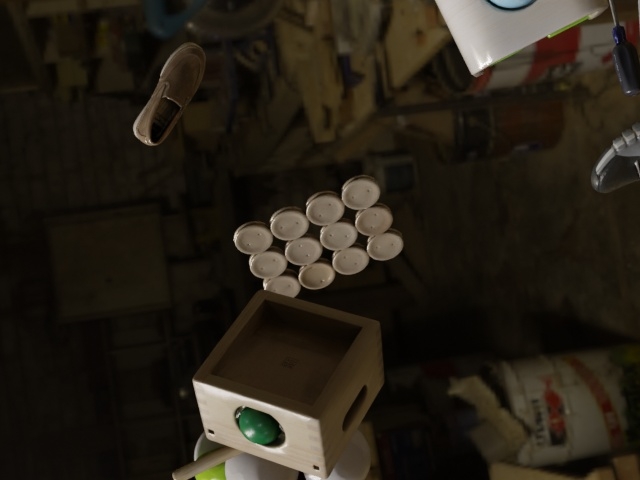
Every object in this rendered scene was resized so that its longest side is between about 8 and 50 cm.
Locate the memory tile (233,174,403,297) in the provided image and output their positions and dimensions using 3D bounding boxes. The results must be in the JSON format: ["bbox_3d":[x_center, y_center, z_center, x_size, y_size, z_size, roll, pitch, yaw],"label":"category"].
[{"bbox_3d":[0.000,0.000,1.042,0.012,0.148,0.113,-105,-11,-47],"label":"memory tile"}]

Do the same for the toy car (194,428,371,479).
[{"bbox_3d":[-0.041,0.254,1.127,0.159,0.182,0.136,172,96,-64],"label":"toy car"}]

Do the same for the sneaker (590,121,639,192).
[{"bbox_3d":[0.514,-0.121,1.587,0.132,0.228,0.086,55,-169,32],"label":"sneaker"}]

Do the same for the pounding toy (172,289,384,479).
[{"bbox_3d":[-0.037,0.129,0.868,0.141,0.130,0.100,-54,-32,-41],"label":"pounding toy"}]

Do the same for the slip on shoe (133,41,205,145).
[{"bbox_3d":[-0.179,-0.175,1.320,0.135,0.051,0.041,-55,34,2],"label":"slip on shoe"}]

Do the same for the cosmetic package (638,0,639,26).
[{"bbox_3d":[0.566,-0.358,1.608,0.151,0.151,0.184,-14,62,35],"label":"cosmetic package"}]

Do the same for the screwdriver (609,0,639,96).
[{"bbox_3d":[0.288,-0.221,1.066,0.025,0.024,0.170,19,-120,-63],"label":"screwdriver"}]

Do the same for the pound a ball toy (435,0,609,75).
[{"bbox_3d":[0.151,-0.327,0.916,0.319,0.208,0.136,64,-169,-1],"label":"pound a ball toy"}]
